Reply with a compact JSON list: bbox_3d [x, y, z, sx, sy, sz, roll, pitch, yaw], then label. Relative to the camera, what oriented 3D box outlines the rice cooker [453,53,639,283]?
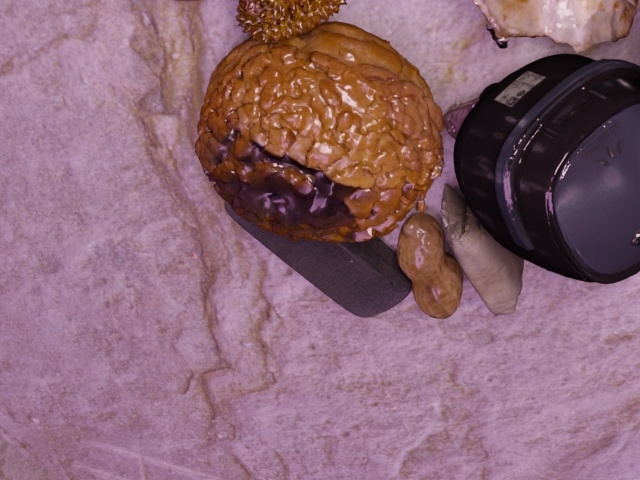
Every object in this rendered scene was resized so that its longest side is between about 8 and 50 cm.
[{"bbox_3d":[0.299,-0.092,1.194,0.267,0.267,0.224,54,174,-32],"label":"rice cooker"}]

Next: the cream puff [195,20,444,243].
[{"bbox_3d":[-0.003,-0.120,1.334,0.327,0.231,0.343,-14,128,31],"label":"cream puff"}]

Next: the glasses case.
[{"bbox_3d":[0.000,0.000,1.582,0.323,0.074,0.131,39,138,-19],"label":"glasses case"}]

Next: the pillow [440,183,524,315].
[{"bbox_3d":[0.238,0.015,1.451,0.078,0.134,0.181,-21,125,25],"label":"pillow"}]

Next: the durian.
[{"bbox_3d":[-0.039,-0.326,1.192,0.168,0.137,0.158,-23,120,4],"label":"durian"}]

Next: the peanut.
[{"bbox_3d":[0.171,0.039,1.538,0.089,0.089,0.193,-3,132,27],"label":"peanut"}]

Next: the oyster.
[{"bbox_3d":[0.195,-0.319,1.099,0.337,0.133,0.198,22,142,4],"label":"oyster"}]

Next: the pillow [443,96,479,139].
[{"bbox_3d":[0.268,-0.113,1.361,0.131,0.038,0.232,-16,129,38],"label":"pillow"}]
